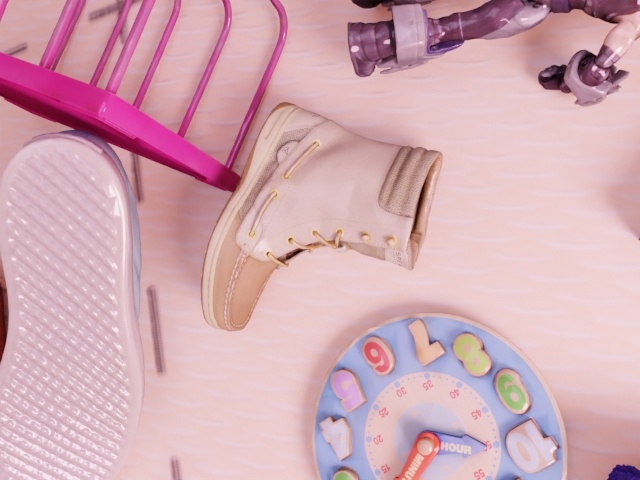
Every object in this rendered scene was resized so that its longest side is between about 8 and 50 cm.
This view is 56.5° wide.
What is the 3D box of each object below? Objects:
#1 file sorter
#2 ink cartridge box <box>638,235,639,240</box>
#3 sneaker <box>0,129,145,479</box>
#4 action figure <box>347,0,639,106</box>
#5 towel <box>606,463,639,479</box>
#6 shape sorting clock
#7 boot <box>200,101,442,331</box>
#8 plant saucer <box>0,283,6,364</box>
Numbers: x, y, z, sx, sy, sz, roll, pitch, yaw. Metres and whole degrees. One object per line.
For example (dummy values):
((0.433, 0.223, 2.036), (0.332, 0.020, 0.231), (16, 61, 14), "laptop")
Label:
((-0.206, -0.197, 0.549), (0.290, 0.202, 0.182), (22, 87, 21), "file sorter")
((0.335, -0.054, 0.414), (0.097, 0.046, 0.207), (41, 97, 18), "ink cartridge box")
((-0.226, 0.075, 0.572), (0.135, 0.150, 0.366), (9, 106, -11), "sneaker")
((0.163, -0.199, 0.464), (0.284, 0.099, 0.186), (-1, 85, 22), "action figure")
((0.298, 0.305, 0.371), (0.227, 0.076, 0.309), (1, 83, 13), "towel")
((0.087, 0.161, 0.477), (0.206, 0.040, 0.206), (-3, 82, 19), "shape sorting clock")
((0.000, 0.000, 0.513), (0.165, 0.077, 0.213), (21, 87, 19), "boot")
((-0.441, 0.167, 0.663), (0.258, 0.047, 0.259), (-15, 78, 17), "plant saucer")
